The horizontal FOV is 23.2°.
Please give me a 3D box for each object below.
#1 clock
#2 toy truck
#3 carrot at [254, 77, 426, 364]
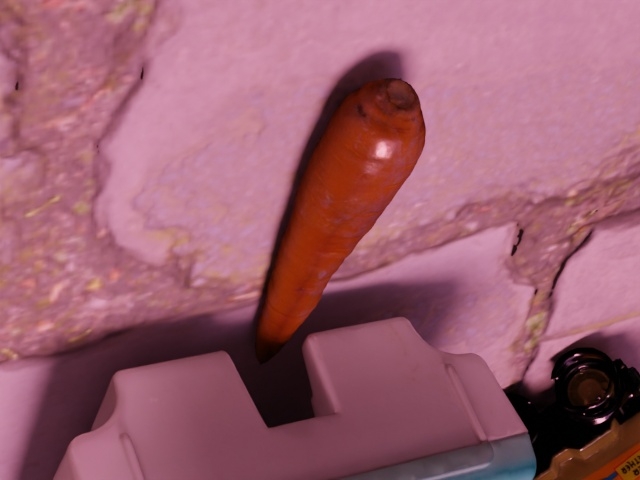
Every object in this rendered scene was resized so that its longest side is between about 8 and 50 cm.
[{"bbox_3d":[-0.044,0.154,0.897,0.262,0.116,0.231,-8,153,-27],"label":"clock"},{"bbox_3d":[0.131,0.195,1.074,0.257,0.127,0.127,-31,147,6],"label":"toy truck"},{"bbox_3d":[0.000,0.000,0.806,0.048,0.048,0.216,-7,143,-31],"label":"carrot"}]
